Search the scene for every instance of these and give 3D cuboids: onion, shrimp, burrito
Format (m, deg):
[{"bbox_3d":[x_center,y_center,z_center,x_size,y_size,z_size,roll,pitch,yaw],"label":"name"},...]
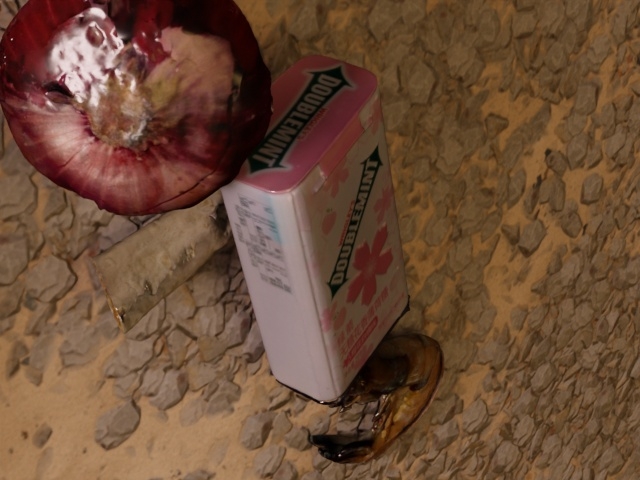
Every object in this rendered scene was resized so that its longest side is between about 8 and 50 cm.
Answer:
[{"bbox_3d":[-0.164,-0.151,1.234,0.252,0.219,0.252,2,123,3],"label":"onion"},{"bbox_3d":[0.053,0.203,1.709,0.289,0.075,0.178,-8,117,-56],"label":"shrimp"},{"bbox_3d":[-0.149,0.002,1.401,0.226,0.087,0.060,-41,159,-29],"label":"burrito"}]

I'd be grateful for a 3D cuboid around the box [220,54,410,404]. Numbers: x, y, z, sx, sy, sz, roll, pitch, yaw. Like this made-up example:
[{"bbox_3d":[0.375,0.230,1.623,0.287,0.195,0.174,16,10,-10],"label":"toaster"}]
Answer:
[{"bbox_3d":[0.000,0.000,1.463,0.190,0.112,0.370,-50,150,-30],"label":"box"}]
